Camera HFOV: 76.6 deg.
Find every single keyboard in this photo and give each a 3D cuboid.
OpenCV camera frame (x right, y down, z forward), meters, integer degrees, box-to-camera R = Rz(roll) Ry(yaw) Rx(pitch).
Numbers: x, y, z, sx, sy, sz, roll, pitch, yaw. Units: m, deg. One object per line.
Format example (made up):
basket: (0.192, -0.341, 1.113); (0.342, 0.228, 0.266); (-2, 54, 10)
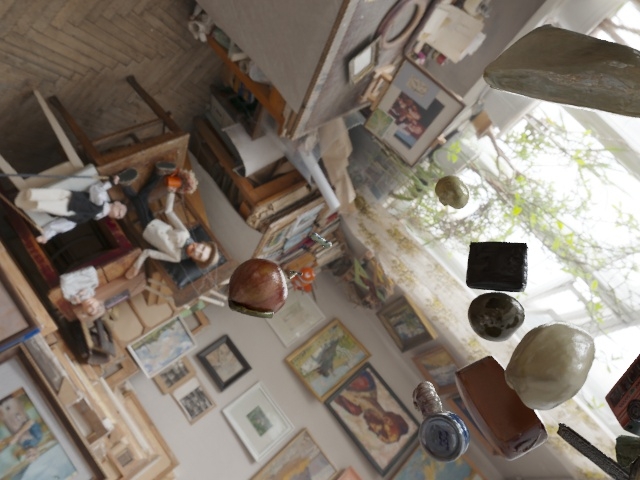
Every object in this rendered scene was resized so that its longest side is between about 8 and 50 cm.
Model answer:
keyboard: (0.906, 0.712, 1.329); (0.016, 0.262, 0.106); (-32, 129, -18)

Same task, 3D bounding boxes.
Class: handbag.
handbag: (0.757, 0.106, 1.740); (0.080, 0.247, 0.222); (36, 60, -59)

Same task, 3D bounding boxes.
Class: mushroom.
mushroom: (0.512, -0.185, 1.569); (0.112, 0.147, 0.148); (-38, 174, 41)
mushroom: (0.576, -0.353, 0.867); (0.154, 0.408, 0.137); (-48, 148, -19)

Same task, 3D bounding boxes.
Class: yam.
yam: (1.177, 0.781, 1.360); (0.271, 0.203, 0.201); (-29, -146, 50)

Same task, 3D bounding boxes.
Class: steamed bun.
steamed bun: (0.739, 0.689, 1.688); (0.235, 0.379, 0.248); (-31, 143, 3)

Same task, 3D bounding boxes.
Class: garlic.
garlic: (0.426, 0.657, 1.634); (0.102, 0.158, 0.147); (-19, -161, -10)

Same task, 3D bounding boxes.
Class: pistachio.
pistachio: (0.708, 0.368, 1.227); (0.332, 0.226, 0.208); (-35, -175, -22)

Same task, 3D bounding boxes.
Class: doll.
doll: (0.000, 0.000, 1.804); (0.037, 0.125, 0.027); (-46, -149, 22)

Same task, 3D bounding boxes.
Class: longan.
longan: (0.812, 0.350, 1.872); (0.248, 0.248, 0.248); (-39, 170, -8)

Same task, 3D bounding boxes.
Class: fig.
fig: (-0.200, 0.155, 1.261); (0.205, 0.205, 0.205); (-39, 170, -8)

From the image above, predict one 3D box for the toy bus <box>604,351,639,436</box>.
toy bus: (1.299, 0.536, 1.519); (0.233, 0.203, 0.426); (-66, 176, -68)

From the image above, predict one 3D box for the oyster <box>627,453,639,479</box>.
oyster: (0.805, 0.649, 1.010); (0.129, 0.079, 0.344); (-38, 151, -83)

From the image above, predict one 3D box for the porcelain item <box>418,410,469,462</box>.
porcelain item: (0.411, 0.645, 1.340); (0.147, 0.147, 0.114); (-43, 149, 15)

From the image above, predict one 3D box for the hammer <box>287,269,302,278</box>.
hammer: (-0.132, 0.163, 1.916); (0.182, 0.063, 0.017); (-18, 122, -80)
